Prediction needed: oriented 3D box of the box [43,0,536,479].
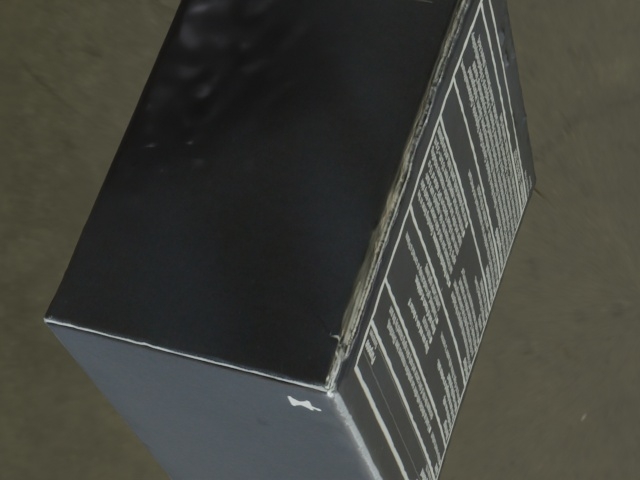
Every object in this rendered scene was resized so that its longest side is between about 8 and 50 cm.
[{"bbox_3d":[0.000,0.000,1.059,0.183,0.296,0.294,11,65,18],"label":"box"}]
